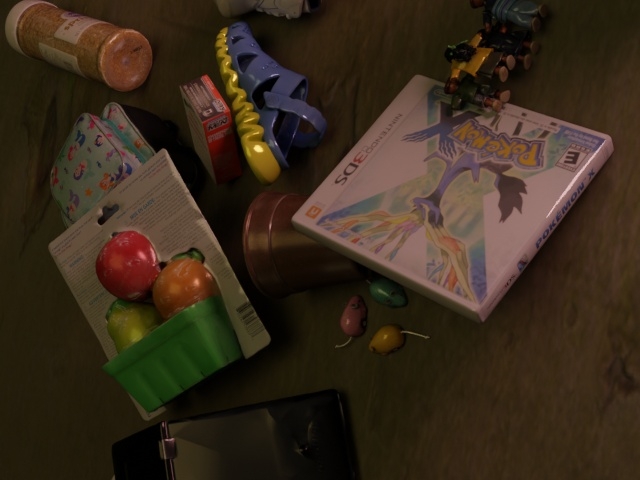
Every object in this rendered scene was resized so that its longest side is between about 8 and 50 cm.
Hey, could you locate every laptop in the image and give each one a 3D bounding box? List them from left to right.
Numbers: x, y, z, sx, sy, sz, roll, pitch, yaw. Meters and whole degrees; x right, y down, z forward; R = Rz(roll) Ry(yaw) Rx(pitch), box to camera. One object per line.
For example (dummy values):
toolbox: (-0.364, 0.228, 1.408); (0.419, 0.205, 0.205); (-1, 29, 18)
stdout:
laptop: (-0.134, 0.465, 1.520); (0.408, 0.236, 0.381); (-33, 63, 56)

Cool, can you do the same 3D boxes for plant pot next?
plant pot: (0.000, 0.000, 1.448); (0.165, 0.167, 0.167); (-6, 79, 30)

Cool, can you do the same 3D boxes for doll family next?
doll family: (0.229, -0.268, 1.340); (0.111, 0.076, 0.193); (26, 73, 37)

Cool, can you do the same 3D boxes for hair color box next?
hair color box: (-0.180, -0.180, 1.619); (0.053, 0.167, 0.093); (-26, 59, -12)

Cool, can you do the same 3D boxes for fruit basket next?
fruit basket: (-0.265, 0.080, 1.599); (0.327, 0.165, 0.353); (-35, 76, 30)

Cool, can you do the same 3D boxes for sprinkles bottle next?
sprinkles bottle: (-0.480, -0.387, 1.923); (0.355, 0.121, 0.121); (24, 98, 39)

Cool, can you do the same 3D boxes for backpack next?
backpack: (-0.365, -0.093, 1.745); (0.225, 0.191, 0.253); (49, 119, 35)

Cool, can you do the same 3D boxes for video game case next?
video game case: (0.166, -0.072, 1.299); (0.329, 0.036, 0.300); (27, 69, 38)

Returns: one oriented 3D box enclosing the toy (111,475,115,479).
toy: (-0.290, 0.503, 1.659); (0.237, 0.056, 0.137); (41, 109, 29)

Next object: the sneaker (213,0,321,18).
sneaker: (-0.072, -0.413, 1.596); (0.297, 0.111, 0.129); (-14, 112, 53)

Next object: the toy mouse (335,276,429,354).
toy mouse: (0.072, 0.101, 1.444); (0.161, 0.031, 0.143); (-26, 67, 34)

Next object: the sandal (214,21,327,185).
sandal: (-0.081, -0.235, 1.587); (0.138, 0.126, 0.317); (-22, 61, 3)
